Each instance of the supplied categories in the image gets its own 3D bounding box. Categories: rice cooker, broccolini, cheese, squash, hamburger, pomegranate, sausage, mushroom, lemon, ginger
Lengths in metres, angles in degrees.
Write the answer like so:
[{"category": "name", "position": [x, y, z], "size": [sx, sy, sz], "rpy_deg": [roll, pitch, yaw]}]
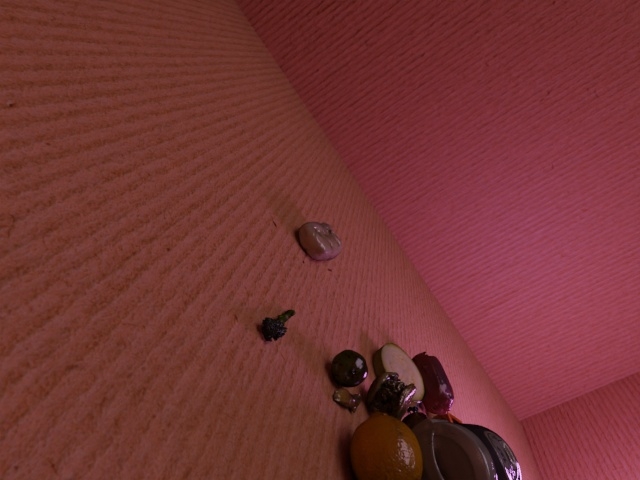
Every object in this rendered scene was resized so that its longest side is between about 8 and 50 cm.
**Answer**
[{"category": "rice cooker", "position": [0.384, 0.643, 1.341], "size": [0.277, 0.288, 0.288], "rpy_deg": [25, 35, -42]}, {"category": "broccolini", "position": [-0.100, 0.220, 1.336], "size": [0.067, 0.058, 0.216], "rpy_deg": [57, 17, 5]}, {"category": "cheese", "position": [0.001, -0.001, 1.922], "size": [0.159, 0.093, 0.263], "rpy_deg": [60, 18, 9]}, {"category": "squash", "position": [0.306, 0.516, 1.862], "size": [0.252, 0.049, 0.252], "rpy_deg": [36, 27, -22]}, {"category": "hamburger", "position": [0.228, 0.520, 1.594], "size": [0.131, 0.184, 0.159], "rpy_deg": [26, 34, 28]}, {"category": "pomegranate", "position": [0.085, 0.391, 1.493], "size": [0.114, 0.115, 0.142], "rpy_deg": [56, -8, -6]}, {"category": "sausage", "position": [0.477, 0.611, 2.084], "size": [0.152, 0.152, 0.279], "rpy_deg": [41, 23, -43]}, {"category": "mushroom", "position": [0.310, 0.666, 1.555], "size": [0.194, 0.138, 0.231], "rpy_deg": [-42, 118, -38]}, {"category": "lemon", "position": [0.173, 0.569, 1.273], "size": [0.188, 0.188, 0.256], "rpy_deg": [45, 17, -35]}, {"category": "ginger", "position": [0.087, 0.475, 1.444], "size": [0.137, 0.044, 0.057], "rpy_deg": [39, 8, -50]}]

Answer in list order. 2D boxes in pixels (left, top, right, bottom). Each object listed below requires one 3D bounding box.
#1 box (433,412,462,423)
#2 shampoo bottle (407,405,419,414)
[{"category": "box", "position": [0.585, 0.883, 2.044], "size": [0.174, 0.076, 0.274], "rpy_deg": [43, 23, -42]}, {"category": "shampoo bottle", "position": [0.339, 0.594, 1.901], "size": [0.087, 0.050, 0.183], "rpy_deg": [39, 26, -40]}]
